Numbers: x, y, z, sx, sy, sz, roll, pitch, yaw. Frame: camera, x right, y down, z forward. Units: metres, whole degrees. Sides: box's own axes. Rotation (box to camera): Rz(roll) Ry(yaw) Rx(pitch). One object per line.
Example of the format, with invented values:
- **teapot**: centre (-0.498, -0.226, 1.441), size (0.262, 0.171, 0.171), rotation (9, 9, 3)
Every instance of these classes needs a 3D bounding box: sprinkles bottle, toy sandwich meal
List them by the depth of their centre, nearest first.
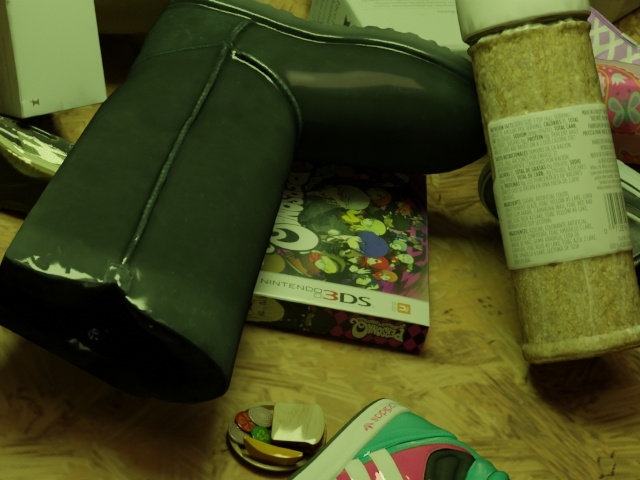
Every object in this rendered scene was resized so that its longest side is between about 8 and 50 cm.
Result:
- **toy sandwich meal**: centre (-0.036, 0.159, 1.260), size (0.085, 0.029, 0.086), rotation (9, 40, -7)
- **sprinkles bottle**: centre (0.214, -0.069, 1.381), size (0.121, 0.121, 0.355), rotation (-9, 88, -27)

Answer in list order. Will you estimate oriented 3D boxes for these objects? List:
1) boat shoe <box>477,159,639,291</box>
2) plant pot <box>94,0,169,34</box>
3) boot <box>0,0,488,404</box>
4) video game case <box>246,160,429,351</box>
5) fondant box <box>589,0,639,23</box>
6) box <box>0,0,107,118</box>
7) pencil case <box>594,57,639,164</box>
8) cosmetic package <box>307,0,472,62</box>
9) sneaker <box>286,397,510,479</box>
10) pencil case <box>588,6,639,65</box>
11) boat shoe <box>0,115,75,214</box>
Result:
- **boat shoe**: centre (0.302, 0.012, 1.470), size (0.335, 0.121, 0.119), rotation (26, 36, 10)
- **plant pot**: centre (-0.220, -0.326, 1.561), size (0.191, 0.284, 0.284), rotation (-39, 61, -22)
- **boot**: centre (-0.046, -0.037, 1.331), size (0.367, 0.146, 0.445), rotation (15, 38, 5)
- **video game case**: centre (0.000, 0.000, 1.451), size (0.210, 0.042, 0.232), rotation (11, 39, -5)
- **fondant box**: centre (0.248, -0.388, 1.950), size (0.330, 0.096, 0.238), rotation (36, 43, 22)
- **box**: centre (-0.293, -0.196, 1.471), size (0.091, 0.130, 0.170), rotation (-15, 18, -32)
- **pencil case**: centre (0.302, -0.154, 1.669), size (0.284, 0.124, 0.124), rotation (12, 39, -1)
- **cosmetic package**: centre (0.081, -0.198, 1.625), size (0.151, 0.151, 0.184), rotation (-3, 41, -21)
- **sneaker**: centre (0.057, 0.244, 1.126), size (0.178, 0.124, 0.295), rotation (21, 37, 23)
- **pencil case**: centre (0.293, -0.248, 1.750), size (0.206, 0.088, 0.086), rotation (38, 38, -12)
- **boat shoe**: centre (-0.283, -0.074, 1.427), size (0.223, 0.080, 0.073), rotation (24, 34, 3)
